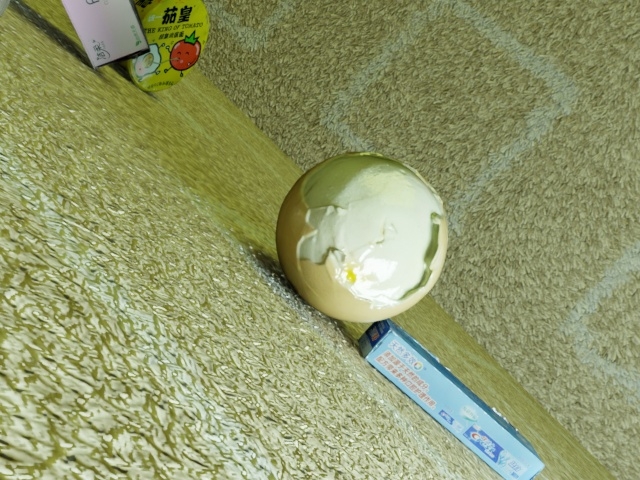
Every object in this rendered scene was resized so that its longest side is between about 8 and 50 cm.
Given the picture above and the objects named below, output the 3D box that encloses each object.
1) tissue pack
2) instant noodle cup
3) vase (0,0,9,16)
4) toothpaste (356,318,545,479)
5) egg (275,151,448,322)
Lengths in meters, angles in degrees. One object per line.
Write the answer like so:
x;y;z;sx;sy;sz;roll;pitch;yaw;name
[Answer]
-0.331;-0.385;1.359;0.149;0.092;0.246;-114;-176;-46;tissue pack
-0.304;-0.366;1.651;0.144;0.182;0.182;34;1;24;instant noodle cup
-0.298;-0.220;0.852;0.053;0.101;0.053;41;6;-5;vase
0.159;0.199;1.180;0.272;0.053;0.066;42;10;-15;toothpaste
0.044;-0.003;1.151;0.201;0.201;0.244;42;-8;-5;egg
